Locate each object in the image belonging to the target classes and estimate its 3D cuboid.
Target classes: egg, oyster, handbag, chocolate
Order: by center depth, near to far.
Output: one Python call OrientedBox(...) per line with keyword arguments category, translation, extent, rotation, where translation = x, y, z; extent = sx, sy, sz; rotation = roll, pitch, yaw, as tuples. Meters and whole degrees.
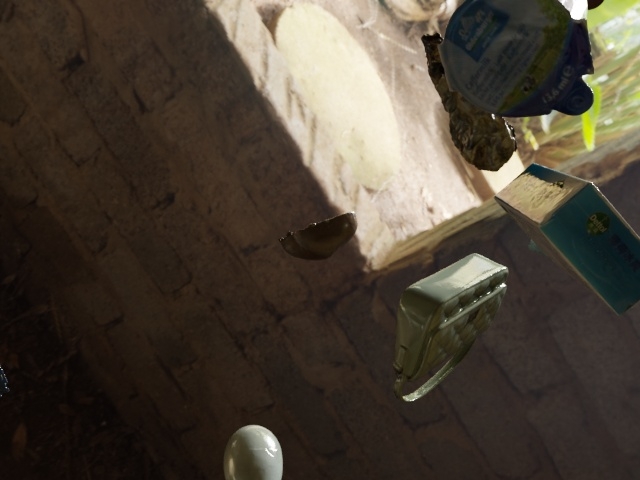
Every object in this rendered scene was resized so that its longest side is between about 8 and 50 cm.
OrientedBox(category="handbag", translation=(0.206, 0.150, 0.957), extent=(0.256, 0.079, 0.219), rotation=(-21, 127, -43))
OrientedBox(category="oyster", translation=(0.314, -0.303, 1.303), extent=(0.345, 0.128, 0.078), rotation=(59, 34, -7))
OrientedBox(category="chocolate", translation=(0.000, 0.001, 1.327), extent=(0.261, 0.161, 0.083), rotation=(160, -90, -79))
OrientedBox(category="egg", translation=(-0.169, 0.569, 1.491), extent=(0.151, 0.151, 0.209), rotation=(35, 26, -37))

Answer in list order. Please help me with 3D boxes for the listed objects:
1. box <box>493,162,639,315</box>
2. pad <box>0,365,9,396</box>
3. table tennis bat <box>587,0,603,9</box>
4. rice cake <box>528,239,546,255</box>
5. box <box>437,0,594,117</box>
OrientedBox(category="box", translation=(0.298, -0.011, 0.701), extent=(0.139, 0.073, 0.194), rotation=(45, 12, -8))
OrientedBox(category="pad", translation=(-0.751, 0.219, 1.073), extent=(0.269, 0.012, 0.269), rotation=(-26, 95, -29))
OrientedBox(category="table tennis bat", translation=(0.681, -0.666, 1.495), extent=(0.013, 0.086, 0.157), rotation=(-52, 138, -68))
OrientedBox(category="rice cake", translation=(0.376, 0.025, 0.898), extent=(0.021, 0.121, 0.022), rotation=(-38, 141, -36))
OrientedBox(category="box", translation=(0.398, -0.378, 1.087), extent=(0.291, 0.262, 0.206), rotation=(33, 54, 7))
